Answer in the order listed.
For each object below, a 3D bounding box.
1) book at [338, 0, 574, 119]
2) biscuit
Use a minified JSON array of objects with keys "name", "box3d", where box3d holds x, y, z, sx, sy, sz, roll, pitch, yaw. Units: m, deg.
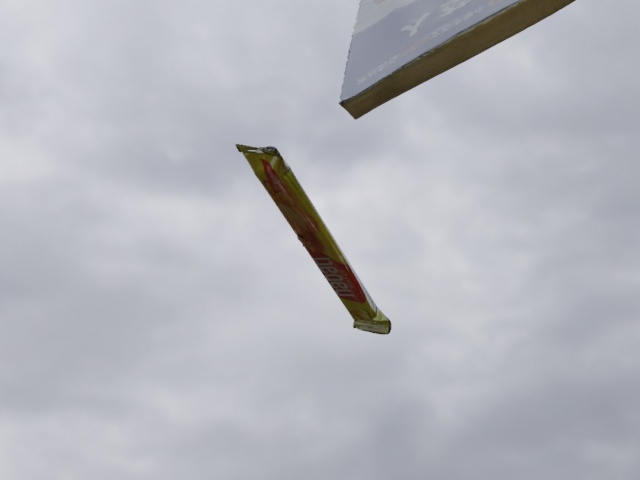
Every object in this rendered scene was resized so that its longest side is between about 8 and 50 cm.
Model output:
[{"name":"book","box3d":[0.171,-0.315,1.847,0.300,0.428,0.039,-27,-65,22]},{"name":"biscuit","box3d":[0.000,0.000,1.509,0.048,0.026,0.292,4,-35,32]}]
